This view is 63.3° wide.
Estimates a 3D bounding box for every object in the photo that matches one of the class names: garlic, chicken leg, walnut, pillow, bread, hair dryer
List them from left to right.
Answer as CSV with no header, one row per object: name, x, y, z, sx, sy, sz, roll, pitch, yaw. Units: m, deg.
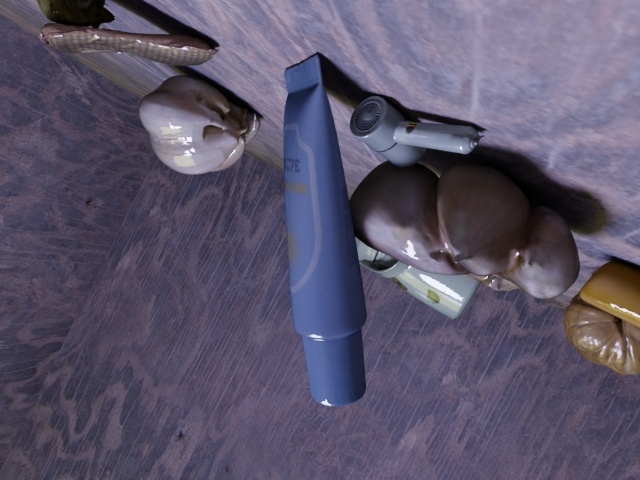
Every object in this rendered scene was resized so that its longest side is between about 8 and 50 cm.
chicken leg,-0.312,-0.310,0.686,0.093,0.070,0.178,20,-169,-17
pillow,-0.243,-0.251,0.672,0.211,0.034,0.135,0,-166,-18
garlic,-0.232,-0.217,1.047,0.203,0.185,0.281,11,176,20
hair dryer,0.102,-0.102,0.511,0.082,0.047,0.137,24,177,-43
garlic,0.166,-0.015,0.626,0.279,0.132,0.325,13,175,30
walnut,0.478,0.138,0.836,0.155,0.155,0.184,29,-175,32
bread,0.459,0.096,0.662,0.092,0.074,0.239,3,-159,-43

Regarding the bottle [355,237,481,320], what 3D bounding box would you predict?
bottle,0.231,0.019,1.279,0.351,0.229,0.229,31,-177,12

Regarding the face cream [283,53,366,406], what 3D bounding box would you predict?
face cream,0.000,0.000,0.587,0.086,0.385,0.135,-10,-166,-15
